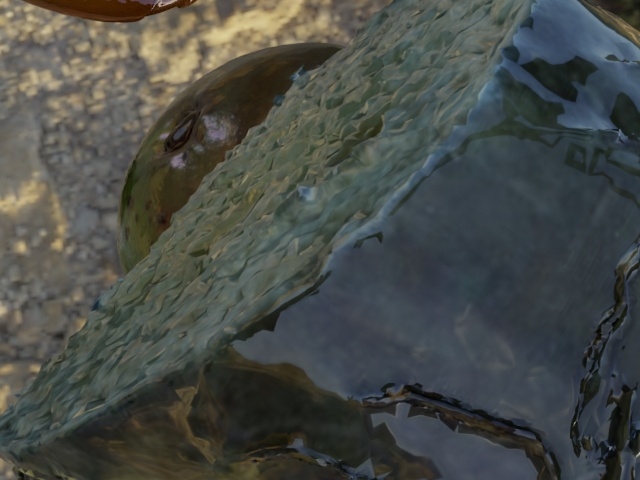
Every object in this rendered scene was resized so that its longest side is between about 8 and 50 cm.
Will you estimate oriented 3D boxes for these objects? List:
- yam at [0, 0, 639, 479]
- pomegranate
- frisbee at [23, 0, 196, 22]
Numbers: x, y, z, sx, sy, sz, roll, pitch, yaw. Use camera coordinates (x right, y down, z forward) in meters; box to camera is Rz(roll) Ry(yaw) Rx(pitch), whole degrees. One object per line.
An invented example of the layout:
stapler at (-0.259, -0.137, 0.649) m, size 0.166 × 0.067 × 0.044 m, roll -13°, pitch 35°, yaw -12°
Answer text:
yam at (0.086, 0.060, 0.417) m, size 0.271 × 0.201 × 0.202 m, roll 42°, pitch 57°, yaw -15°
pomegranate at (0.000, 0.000, 0.743) m, size 0.210 × 0.180 × 0.180 m, roll 35°, pitch 55°, yaw -37°
frisbee at (-0.092, -0.156, 0.451) m, size 0.192 × 0.035 × 0.192 m, roll 30°, pitch 43°, yaw -33°
